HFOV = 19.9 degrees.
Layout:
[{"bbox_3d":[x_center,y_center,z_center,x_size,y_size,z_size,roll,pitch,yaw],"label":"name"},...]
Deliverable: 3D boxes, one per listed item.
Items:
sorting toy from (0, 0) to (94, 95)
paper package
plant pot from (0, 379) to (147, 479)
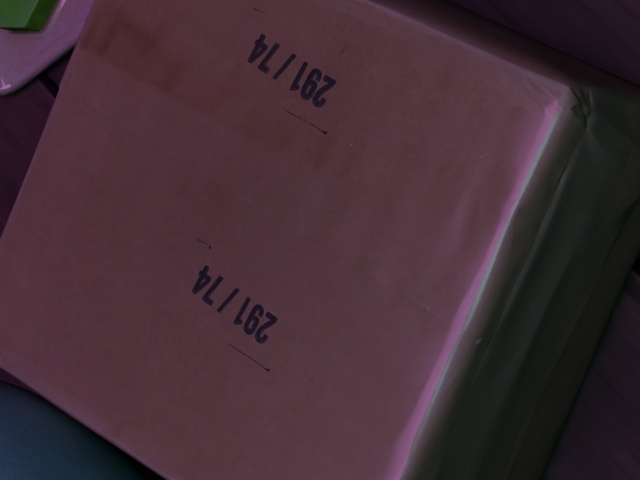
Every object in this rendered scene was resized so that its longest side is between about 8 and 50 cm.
[{"bbox_3d":[-0.191,-0.230,1.279,0.208,0.038,0.193,-30,69,27],"label":"sorting toy"},{"bbox_3d":[0.000,0.000,1.052,0.325,0.168,0.309,28,98,33],"label":"paper package"},{"bbox_3d":[-0.175,0.233,1.058,0.196,0.293,0.293,16,94,10],"label":"plant pot"}]
